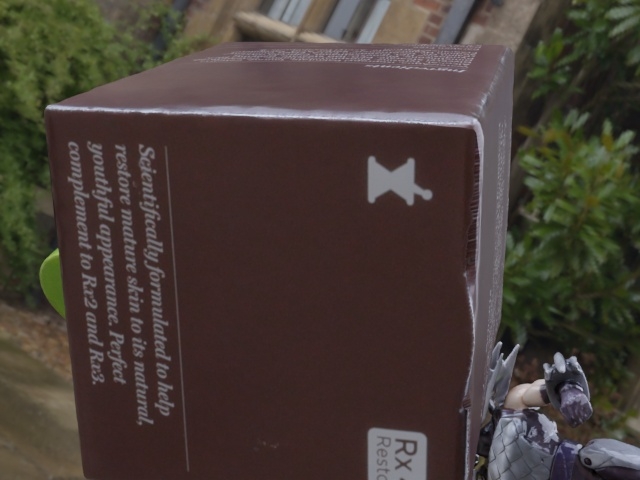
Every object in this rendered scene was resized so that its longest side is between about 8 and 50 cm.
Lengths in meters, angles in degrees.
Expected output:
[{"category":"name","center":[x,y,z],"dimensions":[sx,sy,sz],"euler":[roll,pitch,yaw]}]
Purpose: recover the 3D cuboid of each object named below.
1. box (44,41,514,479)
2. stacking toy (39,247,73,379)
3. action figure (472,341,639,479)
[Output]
[{"category":"box","center":[0.000,0.000,0.444],"dimensions":[0.167,0.168,0.203],"euler":[4,19,14]},{"category":"stacking toy","center":[-0.144,0.083,1.036],"dimensions":[0.309,0.130,0.279],"euler":[5,-48,23]},{"category":"action figure","center":[0.208,0.181,0.703],"dimensions":[0.285,0.185,0.099],"euler":[13,25,26]}]
